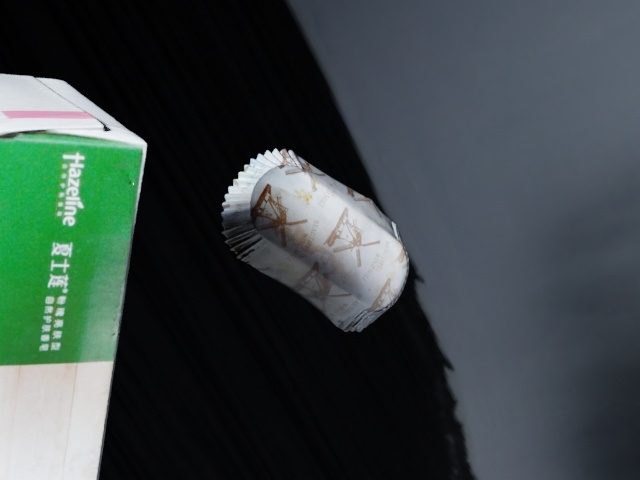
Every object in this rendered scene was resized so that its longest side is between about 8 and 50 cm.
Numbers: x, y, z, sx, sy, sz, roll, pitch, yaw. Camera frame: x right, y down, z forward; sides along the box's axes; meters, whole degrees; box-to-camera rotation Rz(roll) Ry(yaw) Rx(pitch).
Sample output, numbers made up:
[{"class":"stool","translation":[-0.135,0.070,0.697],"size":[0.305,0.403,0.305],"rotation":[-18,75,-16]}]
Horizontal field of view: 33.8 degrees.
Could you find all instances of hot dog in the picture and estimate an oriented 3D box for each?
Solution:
[{"class":"hot dog","translation":[0.000,0.000,0.876],"size":[0.059,0.191,0.108],"rotation":[5,65,50]}]

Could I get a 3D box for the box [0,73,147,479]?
[{"class":"box","translation":[-0.157,0.023,0.534],"size":[0.081,0.199,0.135],"rotation":[-1,19,-30]}]
